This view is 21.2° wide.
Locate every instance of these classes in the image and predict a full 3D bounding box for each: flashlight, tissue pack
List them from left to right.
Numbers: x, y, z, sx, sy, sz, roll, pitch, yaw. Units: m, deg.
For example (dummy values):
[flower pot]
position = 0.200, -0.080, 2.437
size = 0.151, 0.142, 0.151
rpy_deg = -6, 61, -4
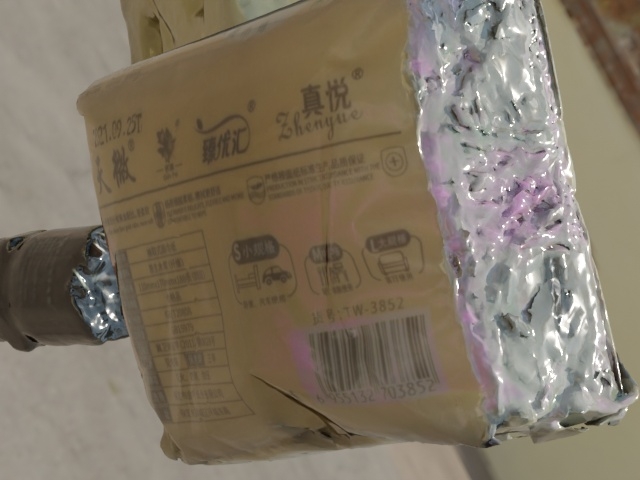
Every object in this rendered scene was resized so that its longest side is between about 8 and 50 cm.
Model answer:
[flashlight]
position = -0.315, 0.042, 1.487
size = 0.103, 0.424, 0.103
rpy_deg = 4, 84, -50
[tissue pack]
position = 0.000, 0.000, 0.791
size = 0.123, 0.257, 0.215
rpy_deg = -12, 89, -42

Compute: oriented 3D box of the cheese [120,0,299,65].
[cheese]
position = -0.069, -0.157, 1.255
size = 0.326, 0.115, 0.318
rpy_deg = 101, -31, -41
